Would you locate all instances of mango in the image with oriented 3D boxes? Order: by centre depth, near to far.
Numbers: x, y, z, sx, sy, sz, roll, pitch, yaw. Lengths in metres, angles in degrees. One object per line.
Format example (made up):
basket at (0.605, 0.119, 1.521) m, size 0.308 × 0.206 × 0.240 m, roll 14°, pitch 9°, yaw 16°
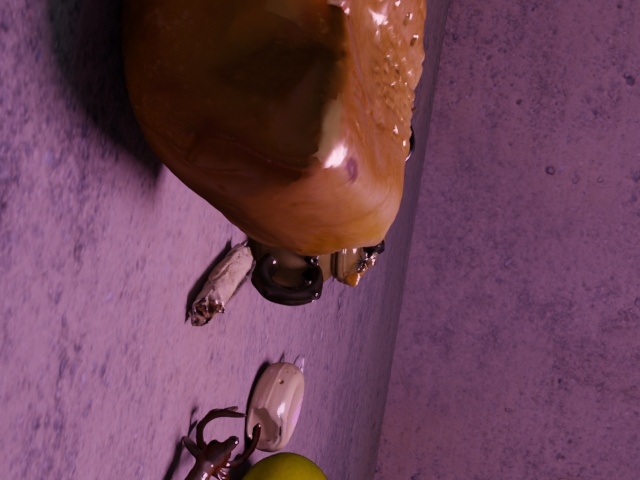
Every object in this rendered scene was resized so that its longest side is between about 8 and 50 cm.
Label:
mango at (-0.055, 0.427, 1.950) m, size 0.343 × 0.156 × 0.192 m, roll 71°, pitch 40°, yaw -76°

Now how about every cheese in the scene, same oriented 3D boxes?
cheese at (-0.059, 0.244, 2.009) m, size 0.227 × 0.064 × 0.137 m, roll -54°, pitch 155°, yaw -65°

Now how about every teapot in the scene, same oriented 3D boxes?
teapot at (0.000, 0.000, 1.783) m, size 0.269 × 0.183 × 0.173 m, roll -68°, pitch 164°, yaw -48°

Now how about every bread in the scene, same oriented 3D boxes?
bread at (-0.050, -0.195, 1.218) m, size 0.394 × 0.250 × 0.361 m, roll 43°, pitch 55°, yaw -73°

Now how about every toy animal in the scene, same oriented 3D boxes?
toy animal at (-0.168, 0.341, 1.549) m, size 0.260 × 0.087 × 0.243 m, roll -49°, pitch 161°, yaw -73°

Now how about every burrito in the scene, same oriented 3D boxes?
burrito at (-0.122, 0.053, 1.587) m, size 0.045 × 0.041 × 0.185 m, roll 54°, pitch 24°, yaw -9°

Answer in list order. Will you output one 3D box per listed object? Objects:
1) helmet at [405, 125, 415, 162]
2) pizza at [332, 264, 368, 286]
helmet at (0.015, -0.178, 1.744) m, size 0.154 × 0.253 × 0.198 m, roll -48°, pitch 156°, yaw 28°
pizza at (0.038, -0.047, 2.018) m, size 0.288 × 0.075 × 0.279 m, roll 152°, pitch -51°, yaw -72°
